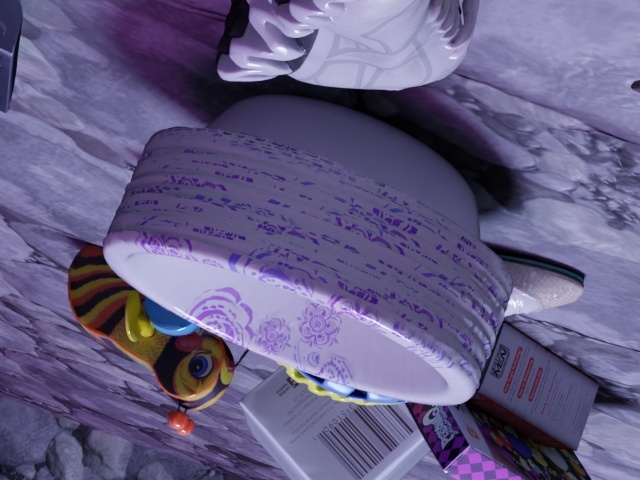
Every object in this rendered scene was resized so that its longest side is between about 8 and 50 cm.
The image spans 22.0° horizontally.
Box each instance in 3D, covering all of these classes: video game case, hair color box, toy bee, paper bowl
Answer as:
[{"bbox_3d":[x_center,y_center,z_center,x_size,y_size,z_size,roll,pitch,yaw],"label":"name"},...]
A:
[{"bbox_3d":[0.168,0.185,1.565,0.232,0.042,0.210,33,-162,-33],"label":"video game case"},{"bbox_3d":[0.190,0.135,1.516,0.141,0.072,0.043,34,160,-34],"label":"hair color box"},{"bbox_3d":[-0.158,0.116,1.767,0.298,0.162,0.195,10,159,37],"label":"toy bee"},{"bbox_3d":[0.000,0.000,1.176,0.284,0.148,0.284,20,164,6],"label":"paper bowl"}]

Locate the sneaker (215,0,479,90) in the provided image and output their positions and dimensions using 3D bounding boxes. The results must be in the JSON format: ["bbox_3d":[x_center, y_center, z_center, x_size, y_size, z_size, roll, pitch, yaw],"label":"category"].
[{"bbox_3d":[0.030,-0.130,0.803,0.118,0.110,0.292,17,174,-11],"label":"sneaker"}]

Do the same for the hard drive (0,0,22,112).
[{"bbox_3d":[-0.336,-0.182,1.196,0.254,0.054,0.172,24,165,-6],"label":"hard drive"}]

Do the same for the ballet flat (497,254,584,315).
[{"bbox_3d":[0.127,0.036,1.304,0.168,0.052,0.057,14,162,27],"label":"ballet flat"}]

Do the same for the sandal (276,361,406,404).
[{"bbox_3d":[-0.008,0.048,1.413,0.317,0.126,0.138,25,160,-16],"label":"sandal"}]

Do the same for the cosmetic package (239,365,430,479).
[{"bbox_3d":[0.024,0.186,1.681,0.151,0.151,0.184,47,169,12],"label":"cosmetic package"}]

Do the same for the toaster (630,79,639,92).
[{"bbox_3d":[0.260,-0.025,0.732,0.168,0.110,0.185,8,172,-26],"label":"toaster"}]
